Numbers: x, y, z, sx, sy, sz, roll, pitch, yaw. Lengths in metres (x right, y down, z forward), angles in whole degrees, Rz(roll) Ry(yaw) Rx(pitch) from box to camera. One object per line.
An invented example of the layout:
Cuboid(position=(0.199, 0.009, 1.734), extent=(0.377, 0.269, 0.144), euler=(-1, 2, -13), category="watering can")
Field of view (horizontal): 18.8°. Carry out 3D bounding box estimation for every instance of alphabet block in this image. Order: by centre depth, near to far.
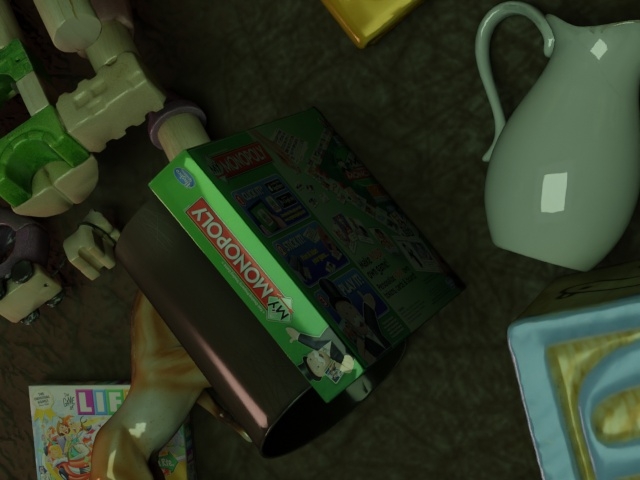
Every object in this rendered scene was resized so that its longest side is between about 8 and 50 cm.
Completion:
Cuboid(position=(0.277, 0.121, 1.567), extent=(0.192, 0.197, 0.193), euler=(-11, 96, 18), category="alphabet block")

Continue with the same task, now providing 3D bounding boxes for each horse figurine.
Cuboid(position=(-0.135, 0.175, 1.736), extent=(0.174, 0.066, 0.263), euler=(30, 81, -12), category="horse figurine")

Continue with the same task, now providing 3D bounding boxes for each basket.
Cuboid(position=(-0.060, 0.054, 1.676), extent=(0.154, 0.204, 0.227), euler=(-46, 75, 13), category="basket")

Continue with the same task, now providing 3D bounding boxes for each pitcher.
Cuboid(position=(0.190, -0.091, 1.610), extent=(0.177, 0.125, 0.207), euler=(18, 94, 35), category="pitcher")

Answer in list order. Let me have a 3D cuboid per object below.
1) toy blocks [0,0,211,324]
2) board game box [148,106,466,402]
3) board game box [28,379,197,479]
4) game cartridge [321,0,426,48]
Cuboid(position=(-0.282, -0.144, 1.715), extent=(0.288, 0.309, 0.260), euler=(-35, 55, 8), category="toy blocks")
Cuboid(position=(0.000, 0.000, 1.569), extent=(0.046, 0.317, 0.213), euler=(-42, 85, 20), category="board game box")
Cuboid(position=(-0.195, 0.183, 1.814), extent=(0.154, 0.026, 0.103), euler=(-2, 98, 18), category="board game box")
Cuboid(position=(0.042, -0.373, 1.634), extent=(0.285, 0.052, 0.324), euler=(-40, 87, 19), category="game cartridge")
